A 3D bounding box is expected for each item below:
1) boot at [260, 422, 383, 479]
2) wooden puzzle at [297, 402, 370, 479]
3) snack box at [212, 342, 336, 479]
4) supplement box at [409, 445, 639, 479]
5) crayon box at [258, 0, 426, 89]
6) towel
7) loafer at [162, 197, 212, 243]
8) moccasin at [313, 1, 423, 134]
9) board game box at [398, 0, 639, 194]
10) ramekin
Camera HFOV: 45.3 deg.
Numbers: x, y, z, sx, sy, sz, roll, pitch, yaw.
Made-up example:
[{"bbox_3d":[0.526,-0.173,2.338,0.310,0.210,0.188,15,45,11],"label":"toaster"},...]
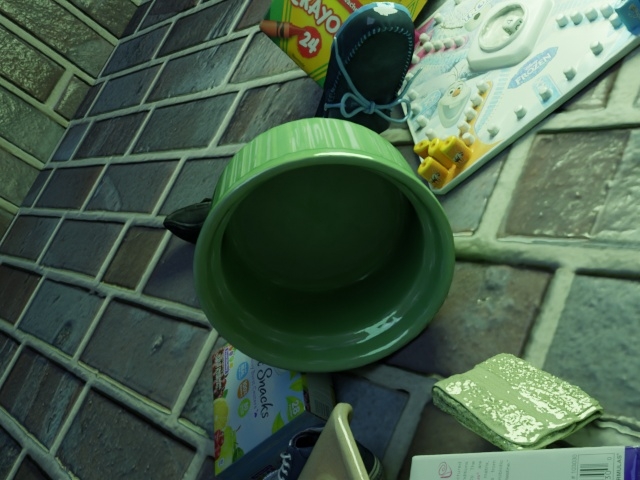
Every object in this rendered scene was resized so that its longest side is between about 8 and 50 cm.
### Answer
[{"bbox_3d":[-0.022,0.263,0.903,0.190,0.086,0.069,-26,23,34],"label":"boot"},{"bbox_3d":[-0.018,0.378,0.712,0.348,0.080,0.322,-108,36,-54],"label":"wooden puzzle"},{"bbox_3d":[-0.068,0.202,1.046,0.174,0.070,0.207,-40,37,24],"label":"snack box"},{"bbox_3d":[0.184,0.245,0.639,0.220,0.114,0.111,-17,49,43],"label":"supplement box"},{"bbox_3d":[0.058,-0.400,1.185,0.202,0.081,0.319,46,123,17],"label":"crayon box"},{"bbox_3d":[0.187,0.155,0.744,0.110,0.027,0.148,-21,21,-22],"label":"towel"},{"bbox_3d":[-0.220,-0.041,1.465,0.223,0.076,0.078,-1,55,47],"label":"loafer"},{"bbox_3d":[0.068,-0.196,1.120,0.342,0.137,0.117,107,163,-63],"label":"moccasin"},{"bbox_3d":[0.260,-0.306,1.095,0.390,0.050,0.390,-39,36,25],"label":"board game box"},{"bbox_3d":[0.000,0.000,0.939,0.303,0.303,0.148,-43,27,19],"label":"ramekin"}]
